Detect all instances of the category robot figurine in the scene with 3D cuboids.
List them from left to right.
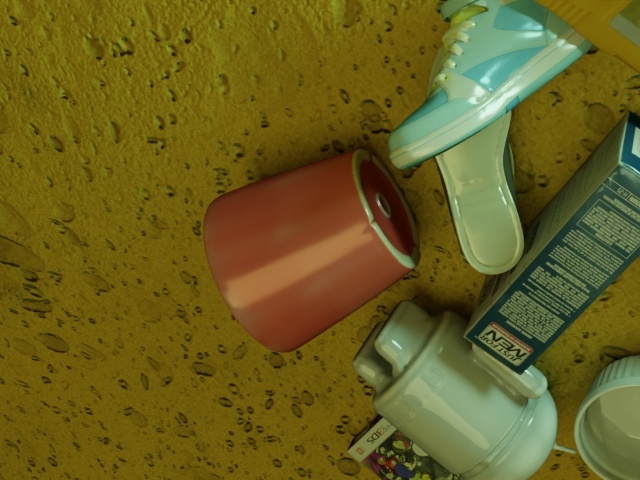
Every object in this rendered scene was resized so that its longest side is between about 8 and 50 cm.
[{"bbox_3d":[0.223,0.252,1.429,0.353,0.200,0.300,39,140,1],"label":"robot figurine"}]

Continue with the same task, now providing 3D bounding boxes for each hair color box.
[{"bbox_3d":[0.347,0.009,1.251,0.105,0.174,0.347,35,126,1],"label":"hair color box"}]

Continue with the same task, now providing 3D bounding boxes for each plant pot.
[{"bbox_3d":[0.000,0.000,1.367,0.243,0.275,0.275,-27,104,22],"label":"plant pot"}]

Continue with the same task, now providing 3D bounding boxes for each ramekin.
[{"bbox_3d":[0.494,0.270,1.373,0.207,0.109,0.207,11,121,18],"label":"ramekin"}]

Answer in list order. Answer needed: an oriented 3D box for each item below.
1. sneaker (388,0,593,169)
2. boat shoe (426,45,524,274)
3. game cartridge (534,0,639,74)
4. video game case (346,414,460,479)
[{"bbox_3d":[0.175,-0.246,1.157,0.208,0.319,0.127,54,169,-3],"label":"sneaker"},{"bbox_3d":[0.215,-0.117,1.274,0.116,0.097,0.325,-12,94,6],"label":"boat shoe"},{"bbox_3d":[0.449,-0.285,1.027,0.323,0.053,0.285,29,142,-13],"label":"game cartridge"},{"bbox_3d":[0.193,0.384,1.614,0.232,0.042,0.210,39,127,0],"label":"video game case"}]
